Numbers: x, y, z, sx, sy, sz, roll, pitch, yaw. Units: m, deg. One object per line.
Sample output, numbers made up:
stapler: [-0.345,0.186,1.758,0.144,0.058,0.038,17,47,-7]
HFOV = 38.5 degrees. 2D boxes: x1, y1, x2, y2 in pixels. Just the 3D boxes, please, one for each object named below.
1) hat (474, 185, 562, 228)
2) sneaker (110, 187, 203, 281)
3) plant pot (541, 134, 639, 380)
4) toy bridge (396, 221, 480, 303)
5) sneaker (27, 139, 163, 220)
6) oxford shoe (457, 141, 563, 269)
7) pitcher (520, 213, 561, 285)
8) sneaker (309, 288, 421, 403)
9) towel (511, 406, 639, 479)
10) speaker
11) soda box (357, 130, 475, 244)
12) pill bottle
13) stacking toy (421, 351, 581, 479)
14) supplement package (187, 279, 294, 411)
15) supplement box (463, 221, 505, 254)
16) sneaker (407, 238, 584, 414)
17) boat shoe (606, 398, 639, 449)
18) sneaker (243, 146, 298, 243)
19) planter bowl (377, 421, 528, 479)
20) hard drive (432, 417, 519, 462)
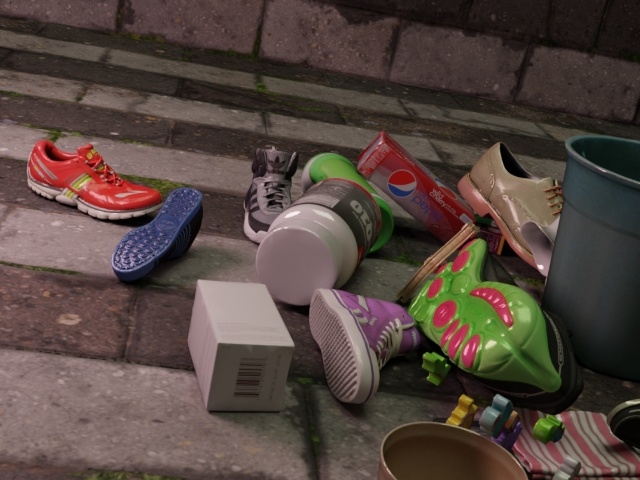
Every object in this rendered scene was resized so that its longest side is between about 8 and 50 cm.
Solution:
hat: [0.455,-0.104,2.051,0.208,0.184,0.173,10,21,-4]
sneaker: [-0.268,0.008,1.548,0.081,0.090,0.232,21,44,19]
plant pot: [0.533,0.032,1.545,0.341,0.334,0.341,11,22,-4]
toy bridge: [0.196,0.038,1.557,0.026,0.188,0.063,47,22,12]
sneaker: [-0.425,-0.118,1.710,0.279,0.118,0.107,16,22,10]
oxford shoe: [0.451,-0.048,1.881,0.397,0.147,0.140,46,28,27]
pitcher: [0.500,0.015,1.746,0.207,0.178,0.125,-19,11,-20]
sneaker: [0.084,0.148,1.339,0.161,0.102,0.282,10,21,-13]
towel: [0.343,0.275,1.249,0.197,0.029,0.144,6,23,-16]
speaker: [0.049,-0.081,1.862,0.131,0.131,0.296,4,22,-19]
soda box: [0.200,-0.107,1.908,0.263,0.083,0.092,40,19,-10]
pill bottle: [0.000,0.000,1.581,0.161,0.161,0.283,16,22,11]
stacking toy: [0.209,0.218,1.071,0.167,0.052,0.221,27,-15,32]
supplement package: [-0.112,0.140,1.245,0.105,0.105,0.179,4,23,-19]
supplement box: [0.351,-0.007,1.945,0.083,0.043,0.055,16,22,13]
sneaker: [0.266,0.140,1.411,0.202,0.185,0.483,44,10,-11]
boat shoe: [0.501,0.278,1.238,0.233,0.084,0.079,20,31,-7]
sneaker: [-0.093,-0.094,1.777,0.101,0.153,0.268,6,22,-13]
planter bowl: [0.132,0.288,0.994,0.162,0.109,0.162,11,21,-4]
hard drive: [0.205,0.277,1.179,0.094,0.022,0.135,7,21,-12]
